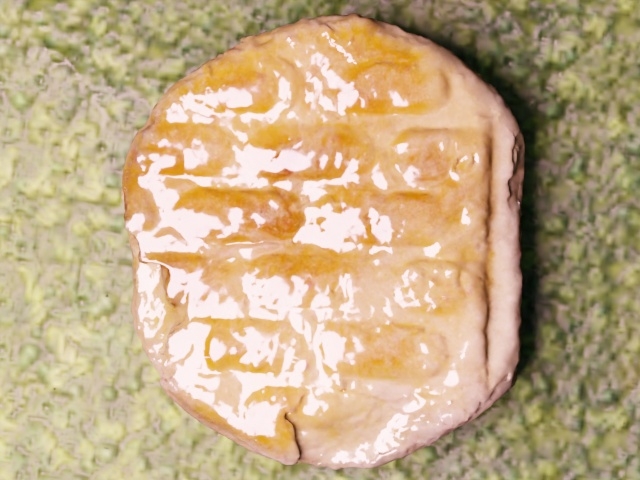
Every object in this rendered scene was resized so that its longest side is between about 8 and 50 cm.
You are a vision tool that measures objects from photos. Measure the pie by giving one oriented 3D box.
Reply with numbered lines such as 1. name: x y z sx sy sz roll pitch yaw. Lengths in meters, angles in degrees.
1. pie: 0.000 0.000 0.811 0.195 0.046 0.195 0 88 1
